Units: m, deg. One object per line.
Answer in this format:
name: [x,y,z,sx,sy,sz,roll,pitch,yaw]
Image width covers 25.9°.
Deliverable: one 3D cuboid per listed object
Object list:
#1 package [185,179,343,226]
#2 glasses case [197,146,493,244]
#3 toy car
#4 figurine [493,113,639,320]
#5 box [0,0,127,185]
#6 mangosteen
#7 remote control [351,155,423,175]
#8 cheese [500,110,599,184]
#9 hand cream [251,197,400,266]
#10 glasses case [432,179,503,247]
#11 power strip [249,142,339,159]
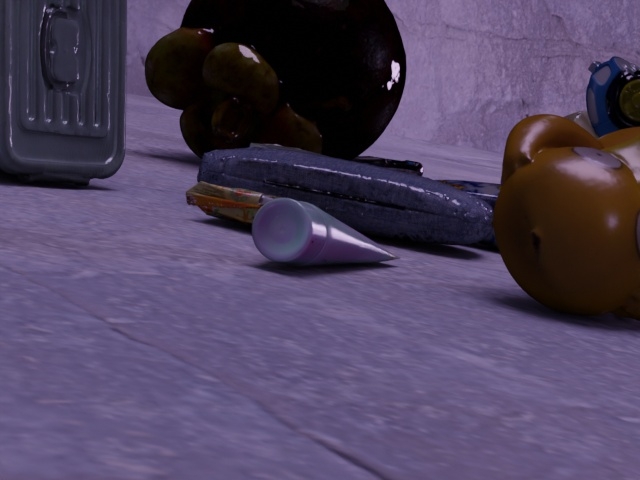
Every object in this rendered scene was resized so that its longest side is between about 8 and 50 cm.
package: [-0.047,-0.025,1.210,0.108,0.031,0.121,14,2,24]
glasses case: [0.022,-0.043,1.305,0.283,0.067,0.109,10,2,11]
toy car: [0.454,-0.106,1.796,0.314,0.166,0.198,42,19,10]
figurine: [0.240,-0.017,1.073,0.215,0.215,0.228,12,-7,17]
box: [-0.278,-0.172,1.279,0.135,0.243,0.163,1,2,36]
mangosteen: [-0.057,-0.214,1.778,0.307,0.306,0.347,14,39,32]
remote control: [0.059,-0.121,2.136,0.212,0.028,0.059,6,9,-29]
cheese: [0.308,-0.090,1.827,0.082,0.163,0.286,50,17,-3]
hand cream: [0.000,0.000,1.055,0.076,0.047,0.174,11,-2,21]
glasses case: [0.211,-0.018,1.371,0.248,0.065,0.087,13,6,17]
power strip: [0.003,-0.065,1.522,0.078,0.052,0.272,5,8,-33]
